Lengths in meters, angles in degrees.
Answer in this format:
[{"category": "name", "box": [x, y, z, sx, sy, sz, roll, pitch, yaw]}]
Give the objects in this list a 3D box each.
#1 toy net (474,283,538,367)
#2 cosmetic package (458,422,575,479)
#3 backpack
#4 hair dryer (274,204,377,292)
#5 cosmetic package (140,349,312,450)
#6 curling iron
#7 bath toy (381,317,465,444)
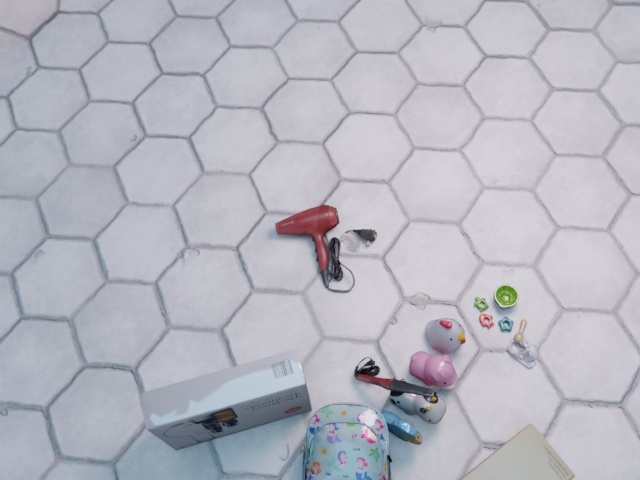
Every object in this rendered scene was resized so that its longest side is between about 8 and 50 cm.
[{"category": "toy net", "box": [0.513, 0.238, 1.863, 0.122, 0.045, 0.232, -17, 65, -6]}, {"category": "cosmetic package", "box": [0.437, 0.604, 1.654, 0.309, 0.113, 0.160, -34, 68, -14]}, {"category": "backpack", "box": [0.065, 0.526, 1.677, 0.225, 0.191, 0.254, 2, 59, 5]}, {"category": "hair dryer", "box": [0.000, 0.000, 1.985, 0.293, 0.080, 0.224, 25, 69, 14]}, {"category": "cosmetic package", "box": [-0.217, 0.401, 1.690, 0.377, 0.284, 0.098, -15, 66, -4]}, {"category": "curling iron", "box": [0.184, 0.354, 1.743, 0.274, 0.035, 0.068, 9, 61, 52]}, {"category": "bath toy", "box": [0.284, 0.347, 1.777, 0.151, 0.129, 0.348, 25, 67, 14]}]
